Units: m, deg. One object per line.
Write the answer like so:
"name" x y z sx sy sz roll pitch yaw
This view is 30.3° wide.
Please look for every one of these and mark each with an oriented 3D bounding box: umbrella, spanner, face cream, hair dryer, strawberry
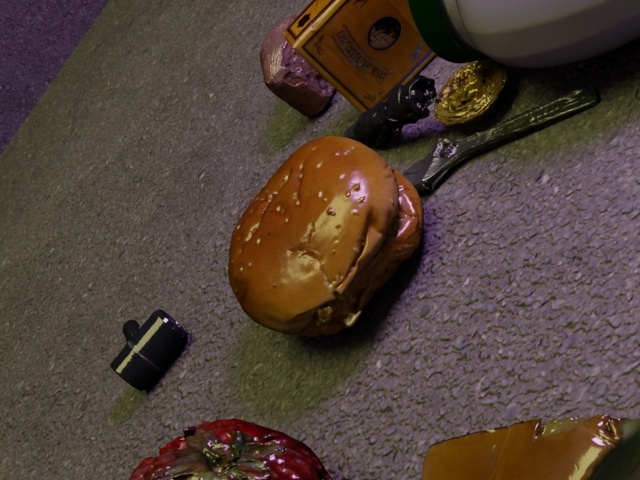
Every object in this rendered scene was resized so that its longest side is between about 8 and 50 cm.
"umbrella" 0.103 -0.189 1.809 0.066 0.059 0.235 -63 16 -22
"spanner" 0.240 -0.142 1.627 0.325 0.026 0.093 -22 40 38
"face cream" 0.310 -0.364 1.566 0.357 0.219 0.313 -3 47 43
"hair dryer" -0.299 0.164 1.989 0.124 0.071 0.219 -50 20 -4
"strawberry" -0.112 0.335 1.385 0.274 0.221 0.274 -7 21 3

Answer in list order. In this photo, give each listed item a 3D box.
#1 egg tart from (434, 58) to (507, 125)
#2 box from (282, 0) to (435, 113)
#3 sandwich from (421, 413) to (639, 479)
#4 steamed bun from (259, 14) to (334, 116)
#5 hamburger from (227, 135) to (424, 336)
"egg tart" 0.224 -0.207 1.703 0.128 0.049 0.129 -31 33 23
"box" 0.113 -0.367 1.890 0.301 0.193 0.084 -45 29 9
"sandwich" 0.208 0.282 1.050 0.227 0.155 0.198 -22 41 40
"steamed bun" -0.034 -0.316 2.086 0.106 0.145 0.175 -25 42 35
"hamburger" 0.000 0.000 1.651 0.290 0.170 0.314 -56 30 2
